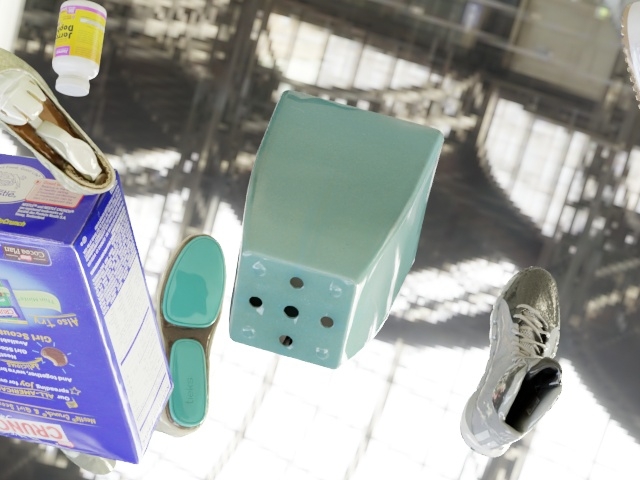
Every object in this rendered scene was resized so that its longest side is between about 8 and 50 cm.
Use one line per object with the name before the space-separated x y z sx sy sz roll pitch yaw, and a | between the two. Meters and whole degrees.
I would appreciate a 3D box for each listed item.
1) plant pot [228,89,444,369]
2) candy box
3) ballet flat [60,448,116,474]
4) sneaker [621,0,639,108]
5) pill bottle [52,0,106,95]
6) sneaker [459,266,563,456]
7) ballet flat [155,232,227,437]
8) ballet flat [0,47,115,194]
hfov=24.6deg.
plant pot | 0.000 0.000 1.375 0.165 0.165 0.234 16 -145 7
candy box | -0.309 0.064 1.470 0.268 0.317 0.122 9 -135 17
ballet flat | -0.385 0.281 2.262 0.213 0.068 0.072 46 -132 -14
sneaker | 0.367 -0.084 1.231 0.153 0.282 0.099 -12 -157 32
pill bottle | -0.226 -0.179 1.368 0.043 0.083 0.043 5 166 1
sneaker | 0.234 0.124 1.594 0.086 0.229 0.132 24 159 -12
ballet flat | -0.167 0.115 1.757 0.086 0.248 0.086 7 160 2
ballet flat | -0.225 -0.099 1.187 0.168 0.057 0.052 44 165 -32
